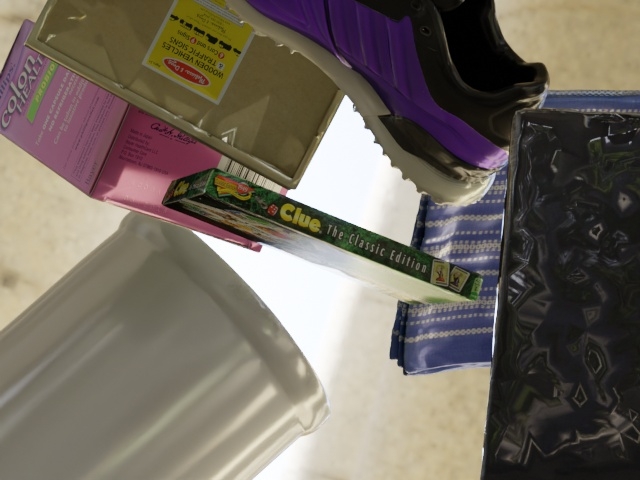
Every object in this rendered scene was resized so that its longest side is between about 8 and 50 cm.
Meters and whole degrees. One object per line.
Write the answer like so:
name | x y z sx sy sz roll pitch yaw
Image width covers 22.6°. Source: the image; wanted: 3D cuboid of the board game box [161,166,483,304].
board game box | 0.000 0.000 1.394 0.260 0.030 0.136 22 -13 -19

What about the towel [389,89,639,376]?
towel | 0.210 -0.002 1.665 0.243 0.336 0.040 -3 34 -17

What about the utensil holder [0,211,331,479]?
utensil holder | -0.237 0.201 1.775 0.327 0.385 0.327 44 -16 17

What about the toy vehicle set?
toy vehicle set | -0.101 -0.178 1.389 0.267 0.166 0.035 29 -3 -12

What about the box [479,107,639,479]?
box | 0.248 0.080 0.738 0.294 0.182 0.296 2 -22 19

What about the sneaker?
sneaker | 0.044 -0.171 1.094 0.293 0.102 0.146 44 -43 3

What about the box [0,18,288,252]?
box | -0.177 -0.105 1.588 0.214 0.117 0.243 19 7 -41
